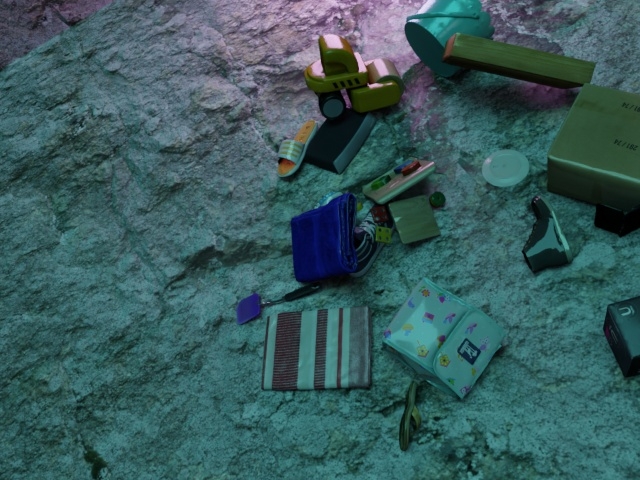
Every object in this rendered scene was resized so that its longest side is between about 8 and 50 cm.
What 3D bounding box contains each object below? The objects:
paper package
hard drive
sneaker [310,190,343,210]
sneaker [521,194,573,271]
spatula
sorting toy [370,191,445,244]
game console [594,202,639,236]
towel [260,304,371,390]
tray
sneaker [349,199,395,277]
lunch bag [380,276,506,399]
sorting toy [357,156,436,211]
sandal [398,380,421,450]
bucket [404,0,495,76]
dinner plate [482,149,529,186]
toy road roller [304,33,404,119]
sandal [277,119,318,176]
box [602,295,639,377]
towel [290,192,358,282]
[{"bbox_3d":[0.838,-0.250,1.682,0.325,0.168,0.309,22,69,31],"label":"paper package"},{"bbox_3d":[0.066,-0.363,2.110,0.172,0.054,0.254,24,72,31],"label":"hard drive"},{"bbox_3d":[0.012,-0.080,1.963,0.191,0.071,0.083,-43,61,3],"label":"sneaker"},{"bbox_3d":[0.605,-0.024,1.687,0.118,0.083,0.222,-19,57,10],"label":"sneaker"},{"bbox_3d":[-0.133,0.182,1.879,0.297,0.030,0.084,-18,54,10],"label":"spatula"},{"bbox_3d":[0.268,-0.056,1.822,0.275,0.046,0.132,-14,77,-22],"label":"sorting toy"},{"bbox_3d":[0.803,-0.069,1.614,0.107,0.122,0.071,-28,56,4],"label":"game console"},{"bbox_3d":[-0.011,0.315,1.753,0.329,0.037,0.237,-7,61,19],"label":"towel"},{"bbox_3d":[0.589,-0.540,1.839,0.411,0.203,0.076,13,101,1],"label":"tray"},{"bbox_3d":[0.144,-0.038,1.828,0.099,0.153,0.282,18,69,28],"label":"sneaker"},{"bbox_3d":[0.321,0.260,1.587,0.262,0.160,0.223,32,72,21],"label":"lunch bag"},{"bbox_3d":[0.196,-0.171,1.884,0.307,0.041,0.229,-32,15,0],"label":"sorting toy"},{"bbox_3d":[0.239,0.454,1.564,0.049,0.072,0.180,15,61,4],"label":"sandal"},{"bbox_3d":[0.430,-0.710,2.053,0.183,0.281,0.281,-44,56,-2],"label":"bucket"},{"bbox_3d":[0.570,-0.227,1.862,0.141,0.017,0.141,-10,57,17],"label":"dinner plate"},{"bbox_3d":[0.110,-0.579,2.065,0.330,0.240,0.202,-12,44,-2],"label":"toy road roller"},{"bbox_3d":[-0.098,-0.340,2.134,0.102,0.076,0.265,0,56,42],"label":"sandal"},{"bbox_3d":[0.830,0.203,1.418,0.270,0.165,0.143,-18,57,10],"label":"box"},{"bbox_3d":[0.000,0.000,1.781,0.308,0.076,0.227,-20,67,59],"label":"towel"}]
